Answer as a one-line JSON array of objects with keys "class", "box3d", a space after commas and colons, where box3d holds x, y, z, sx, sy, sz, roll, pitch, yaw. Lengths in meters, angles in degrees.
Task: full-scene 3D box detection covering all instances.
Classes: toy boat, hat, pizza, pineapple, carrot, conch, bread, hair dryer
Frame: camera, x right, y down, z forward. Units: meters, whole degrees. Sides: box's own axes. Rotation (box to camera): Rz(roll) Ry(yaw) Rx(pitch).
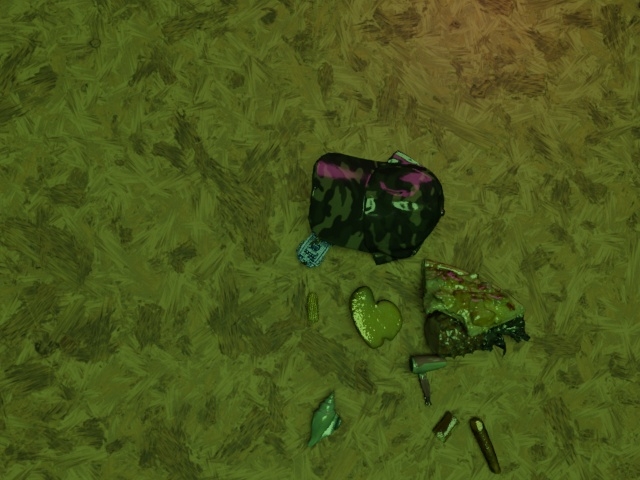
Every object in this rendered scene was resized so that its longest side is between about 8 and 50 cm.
[{"class": "toy boat", "box3d": [0.000, 0.000, 1.331, 0.091, 0.110, 0.175, 36, 83, 4]}, {"class": "hat", "box3d": [0.167, -0.114, 1.275, 0.258, 0.382, 0.365, 0, 84, 40]}, {"class": "pizza", "box3d": [0.413, 0.157, 1.267, 0.324, 0.089, 0.223, 27, 42, 24]}, {"class": "pineapple", "box3d": [0.477, 0.275, 1.313, 0.311, 0.141, 0.170, -4, 56, -10]}, {"class": "carrot", "box3d": [0.497, 0.618, 1.327, 0.042, 0.042, 0.170, -22, 89, -4]}, {"class": "conch", "box3d": [0.013, 0.528, 1.310, 0.065, 0.088, 0.180, 22, 90, 43]}, {"class": "bread", "box3d": [0.379, 0.561, 1.328, 0.047, 0.036, 0.083, 39, 84, 17]}, {"class": "hair dryer", "box3d": [0.325, 0.424, 1.341, 0.106, 0.054, 0.154, -1, 94, -7]}, {"class": "bread", "box3d": [0.162, 0.225, 1.344, 0.150, 0.065, 0.187, -24, 83, -15]}]

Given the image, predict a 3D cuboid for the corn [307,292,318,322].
[{"class": "corn", "box3d": [-0.024, 0.206, 1.347, 0.037, 0.037, 0.092, -1, 82, -2]}]
